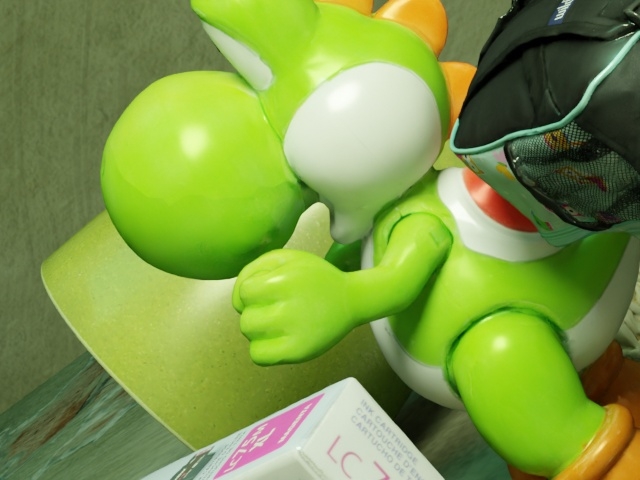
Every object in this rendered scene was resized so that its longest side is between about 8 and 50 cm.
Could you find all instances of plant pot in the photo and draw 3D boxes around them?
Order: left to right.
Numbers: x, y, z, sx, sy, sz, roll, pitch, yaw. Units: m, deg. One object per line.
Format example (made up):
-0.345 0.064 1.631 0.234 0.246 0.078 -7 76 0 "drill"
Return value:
0.000 0.000 1.266 0.293 0.275 0.275 -48 8 6 "plant pot"

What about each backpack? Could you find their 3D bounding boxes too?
0.153 -0.072 0.820 0.166 0.144 0.188 -57 21 -17 "backpack"

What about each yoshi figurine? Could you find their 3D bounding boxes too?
0.022 0.020 0.943 0.203 0.362 0.203 -45 11 -32 "yoshi figurine"

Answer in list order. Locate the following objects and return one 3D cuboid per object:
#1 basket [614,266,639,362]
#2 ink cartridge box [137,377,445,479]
0.173 0.023 1.132 0.103 0.113 0.167 -45 10 -24 "basket"
-0.034 0.194 0.868 0.311 0.186 0.065 -31 14 42 "ink cartridge box"
